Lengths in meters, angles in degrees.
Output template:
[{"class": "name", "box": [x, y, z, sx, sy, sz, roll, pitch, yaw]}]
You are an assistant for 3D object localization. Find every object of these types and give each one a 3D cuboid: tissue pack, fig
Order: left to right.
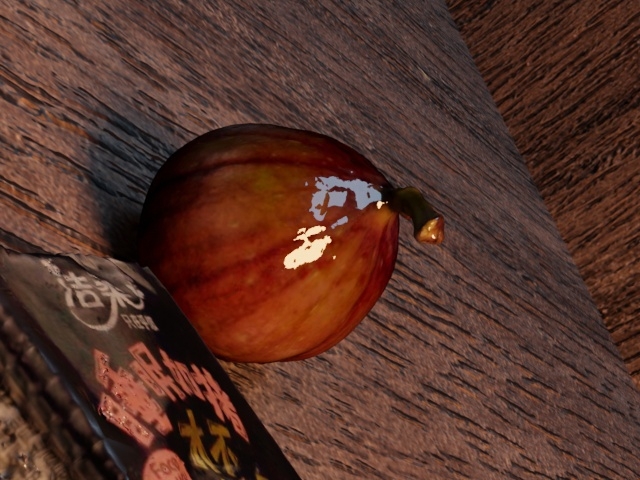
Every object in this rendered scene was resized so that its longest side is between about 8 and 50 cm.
[{"class": "tissue pack", "box": [-0.088, 0.154, 0.836, 0.332, 0.123, 0.245, 51, 12, 17]}, {"class": "fig", "box": [-0.008, -0.012, 1.136, 0.204, 0.249, 0.186, 33, 38, -53]}]
